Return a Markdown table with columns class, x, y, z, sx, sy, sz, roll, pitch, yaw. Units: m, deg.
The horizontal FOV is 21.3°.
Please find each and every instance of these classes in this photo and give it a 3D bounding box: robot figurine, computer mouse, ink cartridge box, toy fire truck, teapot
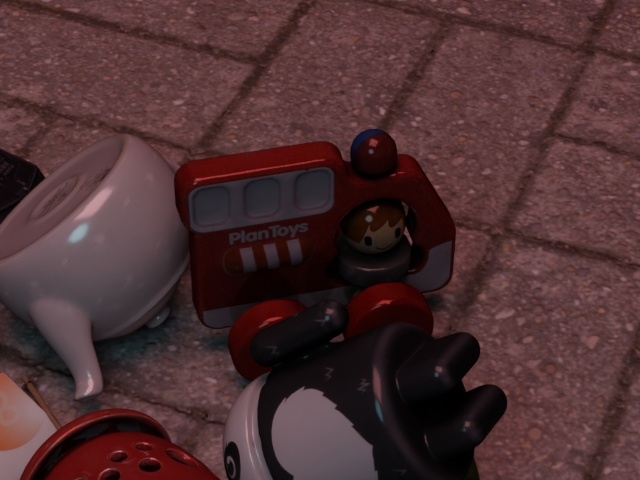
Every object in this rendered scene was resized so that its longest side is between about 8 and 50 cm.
| class | x | y | z | sx | sy | sz | roll | pitch | yaw |
| --- | --- | --- | --- | --- | --- | --- | --- | --- | --- |
| robot figurine | 0.035 | 0.182 | 1.630 | 0.278 | 0.173 | 0.209 | -23 | 59 | 30 |
| computer mouse | -0.414 | -0.053 | 2.035 | 0.272 | 0.072 | 0.188 | 30 | 47 | 13 |
| ink cartridge box | -0.312 | 0.234 | 1.689 | 0.179 | 0.045 | 0.145 | 39 | 52 | 18 |
| toy fire truck | 0.000 | 0.000 | 1.827 | 0.302 | 0.254 | 0.169 | -9 | 43 | -10 |
| teapot | -0.230 | 0.017 | 1.869 | 0.256 | 0.187 | 0.252 | -43 | 21 | -4 |

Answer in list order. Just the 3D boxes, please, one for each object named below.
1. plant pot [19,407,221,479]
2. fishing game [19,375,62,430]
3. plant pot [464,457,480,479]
| class | x | y | z | sx | sy | sz | roll | pitch | yaw |
| --- | --- | --- | --- | --- | --- | --- | --- | --- | --- |
| plant pot | -0.184 | 0.266 | 1.586 | 0.191 | 0.191 | 0.174 | -26 | 41 | -26 |
| fishing game | -0.386 | 0.228 | 1.736 | 0.264 | 0.041 | 0.189 | -19 | 44 | -19 |
| plant pot | 0.112 | 0.215 | 1.727 | 0.079 | 0.083 | 0.083 | -17 | 43 | -1 |
